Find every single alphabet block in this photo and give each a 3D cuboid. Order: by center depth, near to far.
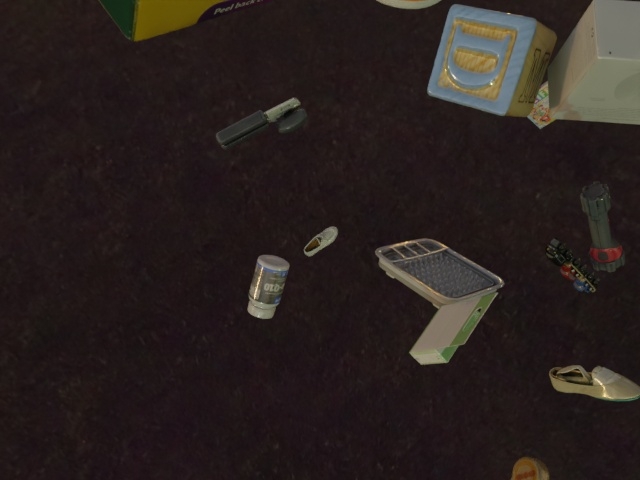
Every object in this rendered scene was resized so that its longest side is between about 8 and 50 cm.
[{"bbox_3d":[0.374,-0.385,1.198,0.192,0.193,0.197,27,24,28],"label":"alphabet block"}]

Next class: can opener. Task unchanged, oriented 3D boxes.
[{"bbox_3d":[-0.178,-0.347,1.696,0.283,0.076,0.095,-28,75,0],"label":"can opener"}]

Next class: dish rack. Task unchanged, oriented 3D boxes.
[{"bbox_3d":[0.353,0.106,1.678,0.285,0.072,0.333,-10,31,-37],"label":"dish rack"}]

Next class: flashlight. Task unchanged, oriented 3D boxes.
[{"bbox_3d":[0.855,-0.041,1.674,0.103,0.304,0.103,-30,32,-2],"label":"flashlight"}]

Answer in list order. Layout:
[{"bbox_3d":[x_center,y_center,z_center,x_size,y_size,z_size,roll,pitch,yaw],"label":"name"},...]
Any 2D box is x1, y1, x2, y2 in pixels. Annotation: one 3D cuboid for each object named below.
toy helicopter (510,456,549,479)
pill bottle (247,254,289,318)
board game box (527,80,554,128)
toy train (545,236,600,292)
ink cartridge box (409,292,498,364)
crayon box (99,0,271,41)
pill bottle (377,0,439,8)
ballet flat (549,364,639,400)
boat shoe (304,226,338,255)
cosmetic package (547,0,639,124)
[{"bbox_3d":[0.410,0.647,1.304,0.140,0.355,0.235,25,14,-21],"label":"toy helicopter"},{"bbox_3d":[-0.126,0.110,1.303,0.078,0.137,0.078,14,16,-4],"label":"pill bottle"},{"bbox_3d":[0.649,-0.393,1.560,0.103,0.154,0.026,39,60,-9],"label":"board game box"},{"bbox_3d":[0.399,0.045,0.872,0.036,0.158,0.027,-51,35,7],"label":"toy train"},{"bbox_3d":[0.336,0.220,1.354,0.056,0.235,0.171,46,63,-7],"label":"ink cartridge box"},{"bbox_3d":[0.021,-0.320,0.357,0.363,0.313,0.106,-33,82,-31],"label":"crayon box"},{"bbox_3d":[0.116,-0.403,0.647,0.121,0.221,0.121,1,54,-1],"label":"pill bottle"},{"bbox_3d":[0.723,0.374,1.471,0.086,0.248,0.086,6,78,-31],"label":"ballet flat"},{"bbox_3d":[0.000,0.000,1.335,0.100,0.035,0.035,-36,76,-1],"label":"boat shoe"},{"bbox_3d":[0.610,-0.348,1.104,0.224,0.225,0.138,4,72,1],"label":"cosmetic package"}]
